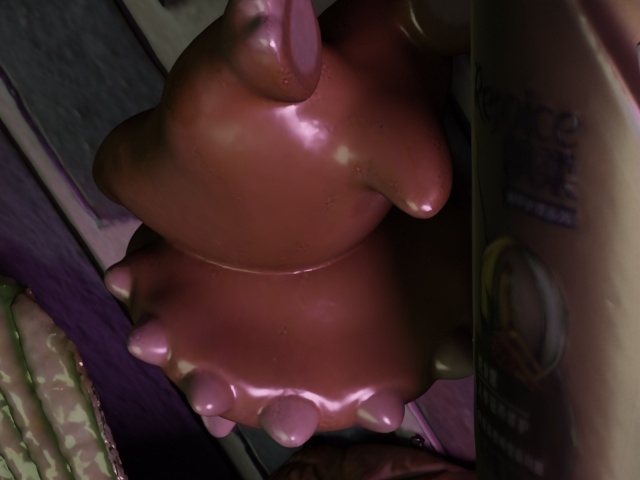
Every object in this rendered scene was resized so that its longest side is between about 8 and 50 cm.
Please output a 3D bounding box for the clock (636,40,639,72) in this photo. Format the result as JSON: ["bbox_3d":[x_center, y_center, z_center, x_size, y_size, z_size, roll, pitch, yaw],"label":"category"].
[{"bbox_3d":[0.232,-0.056,0.347,0.309,0.235,0.166,12,132,41],"label":"clock"}]

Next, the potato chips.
[{"bbox_3d":[-0.171,0.212,1.161,0.429,0.070,0.358,63,157,-4],"label":"potato chips"}]

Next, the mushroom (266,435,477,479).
[{"bbox_3d":[0.004,0.216,0.943,0.156,0.151,0.285,55,145,-9],"label":"mushroom"}]

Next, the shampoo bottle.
[{"bbox_3d":[0.103,-0.038,0.575,0.125,0.084,0.350,28,128,51],"label":"shampoo bottle"}]

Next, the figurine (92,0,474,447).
[{"bbox_3d":[0.001,0.000,0.706,0.247,0.177,0.173,-34,79,48],"label":"figurine"}]
